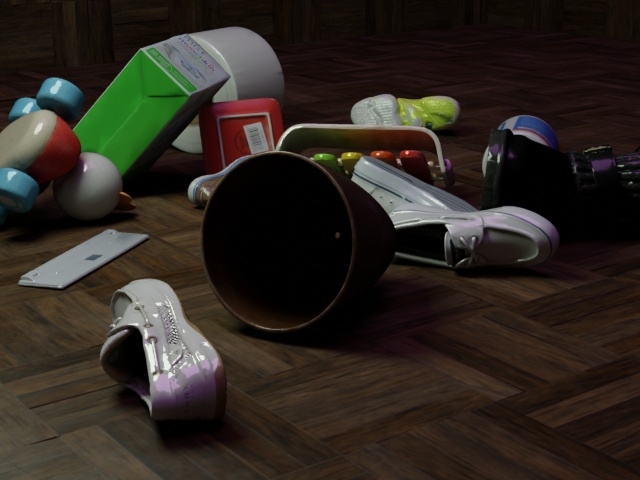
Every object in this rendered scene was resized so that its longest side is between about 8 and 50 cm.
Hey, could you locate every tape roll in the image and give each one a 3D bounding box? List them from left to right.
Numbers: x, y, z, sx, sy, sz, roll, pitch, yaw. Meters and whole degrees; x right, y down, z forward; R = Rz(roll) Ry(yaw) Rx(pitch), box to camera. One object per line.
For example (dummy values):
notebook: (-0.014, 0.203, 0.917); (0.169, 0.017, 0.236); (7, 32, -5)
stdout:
tape roll: (-0.219, -0.313, 2.411); (0.246, 0.246, 0.169); (10, 19, 32)

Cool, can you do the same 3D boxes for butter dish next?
butter dish: (-0.152, -0.172, 2.155); (0.160, 0.160, 0.118); (-7, -5, -19)

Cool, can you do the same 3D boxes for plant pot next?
plant pot: (0.000, 0.000, 1.476); (0.215, 0.215, 0.230); (8, 5, 28)

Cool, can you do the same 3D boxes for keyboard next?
keyboard: (-0.340, 0.026, 1.697); (0.072, 0.014, 0.256); (10, 20, 17)

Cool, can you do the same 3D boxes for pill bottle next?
pill bottle: (0.357, -0.153, 2.051); (0.124, 0.124, 0.221); (3, 18, 14)

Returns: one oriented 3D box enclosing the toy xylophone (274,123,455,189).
toy xylophone: (0.081, -0.136, 2.017); (0.323, 0.081, 0.236); (1, -12, 19)

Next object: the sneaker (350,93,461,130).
sneaker: (0.192, -0.267, 2.547); (0.240, 0.091, 0.126); (3, -1, 14)

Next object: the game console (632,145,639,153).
game console: (0.775, -0.157, 2.038); (0.386, 0.060, 0.342); (15, 41, 36)

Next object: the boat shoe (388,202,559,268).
boat shoe: (0.199, 0.006, 1.620); (0.258, 0.095, 0.084); (2, 28, 30)

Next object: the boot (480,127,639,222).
boot: (0.388, -0.088, 1.719); (0.260, 0.131, 0.348); (6, 2, 21)

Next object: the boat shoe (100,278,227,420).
boat shoe: (-0.190, 0.112, 1.246); (0.096, 0.098, 0.277); (-8, 19, -25)

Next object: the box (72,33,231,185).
box: (-0.318, -0.230, 2.094); (0.127, 0.262, 0.231); (44, 21, -1)

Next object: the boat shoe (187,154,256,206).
boat shoe: (-0.140, -0.094, 2.004); (0.066, 0.066, 0.183); (20, 36, 39)

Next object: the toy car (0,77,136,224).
toy car: (-0.416, -0.098, 1.900); (0.238, 0.219, 0.210); (35, -31, -27)

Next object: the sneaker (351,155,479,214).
sneaker: (0.153, -0.033, 1.738); (0.258, 0.091, 0.094); (31, 19, 23)
